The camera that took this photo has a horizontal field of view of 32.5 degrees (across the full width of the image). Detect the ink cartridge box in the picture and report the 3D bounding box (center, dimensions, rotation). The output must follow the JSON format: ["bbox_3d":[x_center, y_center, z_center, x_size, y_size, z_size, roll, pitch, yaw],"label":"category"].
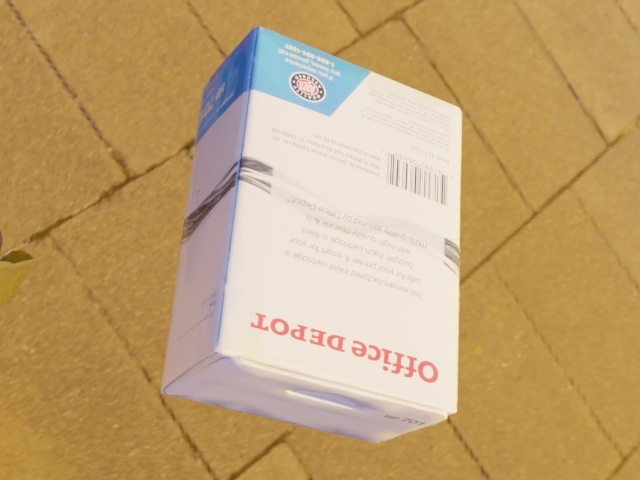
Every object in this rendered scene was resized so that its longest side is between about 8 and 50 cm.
[{"bbox_3d":[0.000,0.000,0.599,0.140,0.082,0.190,18,62,-25],"label":"ink cartridge box"}]

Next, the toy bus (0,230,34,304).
[{"bbox_3d":[-0.294,0.041,0.569,0.220,0.149,0.211,27,98,8],"label":"toy bus"}]
